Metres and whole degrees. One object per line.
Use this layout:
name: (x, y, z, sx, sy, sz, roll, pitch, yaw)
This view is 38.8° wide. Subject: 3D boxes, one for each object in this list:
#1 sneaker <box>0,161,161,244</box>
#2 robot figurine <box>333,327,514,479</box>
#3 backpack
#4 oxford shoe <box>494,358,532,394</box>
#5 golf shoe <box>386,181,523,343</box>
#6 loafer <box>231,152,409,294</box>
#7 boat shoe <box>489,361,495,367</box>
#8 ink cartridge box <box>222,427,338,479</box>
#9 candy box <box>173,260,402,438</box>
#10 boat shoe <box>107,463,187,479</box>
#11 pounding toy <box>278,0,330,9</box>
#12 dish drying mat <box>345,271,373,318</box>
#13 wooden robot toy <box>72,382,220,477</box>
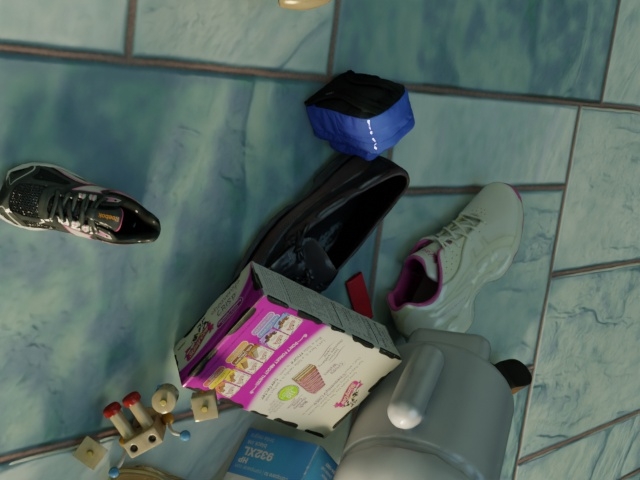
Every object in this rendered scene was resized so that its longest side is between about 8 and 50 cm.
sneaker: (-0.236, -0.034, 0.924, 0.178, 0.077, 0.072, 7, 96, -46)
robot figurine: (0.135, 0.273, 1.177, 0.353, 0.199, 0.300, -63, 148, -46)
backpack: (0.061, -0.157, 1.158, 0.098, 0.120, 0.101, -47, 132, -26)
oxford shoe: (0.267, 0.250, 1.550, 0.212, 0.076, 0.076, 6, 139, -36)
golf shoe: (0.207, 0.024, 1.380, 0.140, 0.115, 0.306, 44, 70, -41)
loafer: (0.000, 0.000, 1.164, 0.302, 0.095, 0.109, -51, 134, -19)
boat shoe: (0.166, 0.224, 1.420, 0.257, 0.095, 0.095, 7, 98, -35)
ink cartridge box: (-0.067, 0.439, 1.181, 0.307, 0.129, 0.223, -61, 138, -29)
candy box: (-0.038, 0.139, 1.113, 0.233, 0.071, 0.159, 29, 113, -35)
boat shoe: (-0.200, 0.303, 1.106, 0.153, 0.048, 0.056, 27, 96, -40)
pounding toy: (-0.091, -0.367, 0.970, 0.154, 0.155, 0.270, -19, 110, -9)
dish drying mat: (0.057, 0.086, 1.318, 0.032, 0.008, 0.083, -38, 128, -31)
wooden robot toy: (-0.199, 0.203, 1.051, 0.173, 0.079, 0.076, -28, 97, 2)
